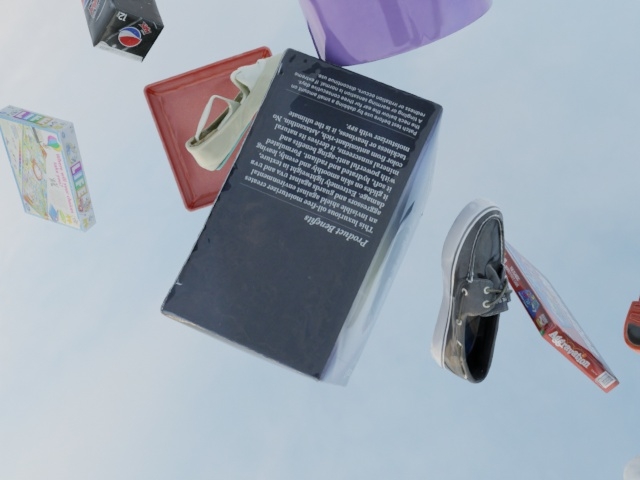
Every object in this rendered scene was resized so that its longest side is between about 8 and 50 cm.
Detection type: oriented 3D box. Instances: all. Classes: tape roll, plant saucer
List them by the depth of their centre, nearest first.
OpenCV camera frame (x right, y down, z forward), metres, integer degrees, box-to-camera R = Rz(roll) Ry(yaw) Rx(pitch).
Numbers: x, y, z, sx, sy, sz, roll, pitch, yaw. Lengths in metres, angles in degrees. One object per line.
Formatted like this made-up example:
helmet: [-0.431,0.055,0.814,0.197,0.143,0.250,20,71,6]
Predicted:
tape roll: [0.075,-0.253,0.746,0.189,0.080,0.189,-17,-155,8]
plant saucer: [-0.181,-0.217,1.423,0.259,0.258,0.048,-19,-172,0]

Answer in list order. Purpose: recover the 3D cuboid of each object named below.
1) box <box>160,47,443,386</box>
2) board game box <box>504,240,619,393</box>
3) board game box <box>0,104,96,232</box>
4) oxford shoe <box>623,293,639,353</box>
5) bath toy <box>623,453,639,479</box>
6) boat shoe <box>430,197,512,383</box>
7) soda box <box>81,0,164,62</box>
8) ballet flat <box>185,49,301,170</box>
box: [0.000,0.000,0.822,0.183,0.296,0.293,24,-98,11]
board game box: [0.329,0.093,1.064,0.027,0.145,0.281,-44,-157,16]
board game box: [-0.351,-0.090,0.931,0.104,0.154,0.026,17,-139,19]
oxford shoe: [0.567,0.069,1.143,0.271,0.098,0.097,-62,-154,-10]
bath toy: [0.476,0.193,0.898,0.152,0.129,0.348,24,-106,13]
boat shoe: [0.179,0.065,0.816,0.080,0.228,0.076,-12,-146,-34]
soda box: [-0.221,-0.270,0.775,0.053,0.060,0.168,-46,-129,32]
ballet flat: [-0.128,-0.225,1.166,0.248,0.086,0.086,-52,-137,3]
